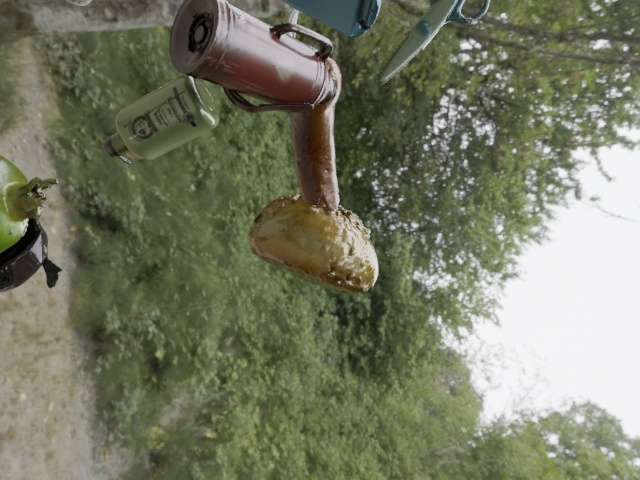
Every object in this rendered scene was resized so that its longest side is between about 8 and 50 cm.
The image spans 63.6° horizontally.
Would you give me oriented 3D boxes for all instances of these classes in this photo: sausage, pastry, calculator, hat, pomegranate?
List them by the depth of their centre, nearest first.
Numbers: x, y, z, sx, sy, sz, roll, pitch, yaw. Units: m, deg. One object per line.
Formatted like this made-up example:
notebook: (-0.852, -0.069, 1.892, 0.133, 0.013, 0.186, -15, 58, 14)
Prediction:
sausage: (-0.008, -0.176, 0.869, 0.103, 0.076, 0.302, 55, -21, 38)
calculator: (-0.002, -0.552, 1.105, 0.293, 0.051, 0.173, 31, -28, 9)
pomegranate: (-0.745, -0.085, 1.133, 0.260, 0.340, 0.260, -11, 90, -82)
pastry: (0.000, 0.000, 1.157, 0.284, 0.315, 0.184, 15, -100, 46)
hat: (-0.853, 0.006, 1.425, 0.209, 0.238, 0.336, 88, -8, -66)

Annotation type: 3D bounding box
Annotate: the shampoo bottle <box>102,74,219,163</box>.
shampoo bottle: (-0.223, -0.157, 0.699, 0.079, 0.162, 0.079, 62, 11, -22)

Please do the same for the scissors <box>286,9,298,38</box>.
scissors: (-0.086, -0.483, 1.317, 0.030, 0.118, 0.242, -11, -113, 48)

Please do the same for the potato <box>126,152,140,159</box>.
potato: (-0.416, -0.266, 1.291, 0.109, 0.178, 0.118, 58, -21, 17)

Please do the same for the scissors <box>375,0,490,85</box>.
scissors: (0.207, -0.419, 1.019, 0.138, 0.289, 0.041, 41, 0, -2)

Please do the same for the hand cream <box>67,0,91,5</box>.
hand cream: (-0.386, -0.512, 0.886, 0.312, 0.070, 0.111, -17, -124, 51)

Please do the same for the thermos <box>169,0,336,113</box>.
thermos: (-0.060, -0.221, 0.645, 0.124, 0.232, 0.099, -38, -119, 35)
